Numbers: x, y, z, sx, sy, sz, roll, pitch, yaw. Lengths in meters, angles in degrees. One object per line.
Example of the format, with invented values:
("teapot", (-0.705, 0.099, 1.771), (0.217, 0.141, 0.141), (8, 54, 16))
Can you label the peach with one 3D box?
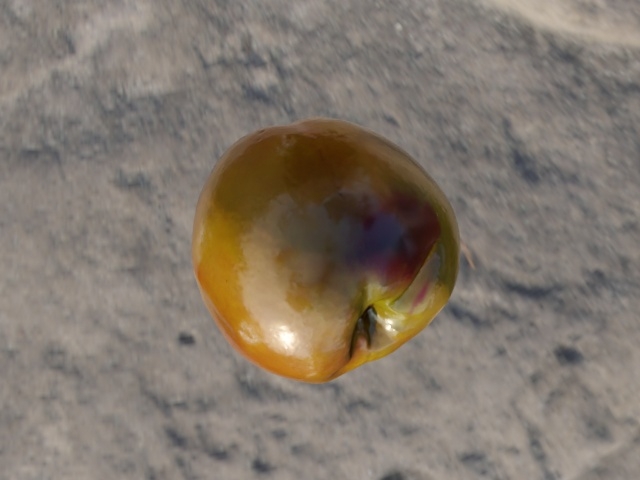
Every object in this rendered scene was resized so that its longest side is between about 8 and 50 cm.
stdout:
("peach", (0.000, 0.000, 0.836), (0.138, 0.138, 0.138), (-3, 114, -8))
